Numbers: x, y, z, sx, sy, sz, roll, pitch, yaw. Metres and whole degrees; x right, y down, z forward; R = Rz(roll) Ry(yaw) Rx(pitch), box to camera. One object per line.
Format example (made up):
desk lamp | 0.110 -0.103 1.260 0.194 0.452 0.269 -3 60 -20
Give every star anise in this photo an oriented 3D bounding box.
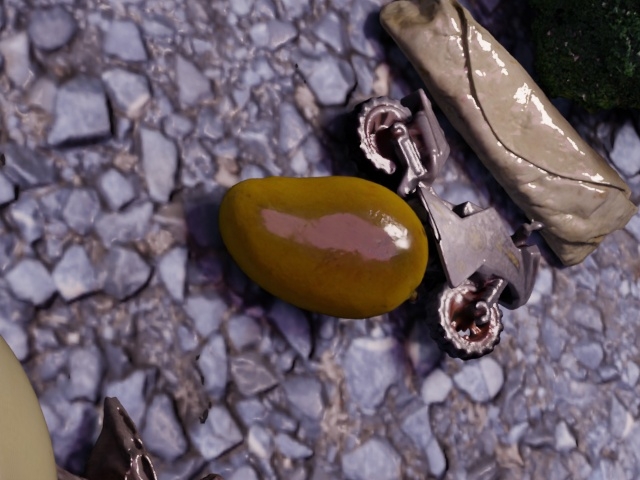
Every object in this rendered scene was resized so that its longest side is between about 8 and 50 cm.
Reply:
star anise | -0.138 0.196 1.281 0.208 0.063 0.171 -23 92 -38

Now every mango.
mango | 0.000 0.000 1.420 0.161 0.076 0.103 16 86 -19

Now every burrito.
burrito | 0.152 -0.096 1.571 0.082 0.059 0.275 -44 107 -10

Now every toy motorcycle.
toy motorcycle | 0.101 -0.019 1.505 0.122 0.080 0.215 -24 90 -38

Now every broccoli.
broccoli | 0.321 -0.197 1.613 0.308 0.308 0.275 -59 140 -31

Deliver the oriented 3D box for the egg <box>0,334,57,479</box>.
egg | -0.246 0.148 1.133 0.189 0.188 0.253 17 59 -33
